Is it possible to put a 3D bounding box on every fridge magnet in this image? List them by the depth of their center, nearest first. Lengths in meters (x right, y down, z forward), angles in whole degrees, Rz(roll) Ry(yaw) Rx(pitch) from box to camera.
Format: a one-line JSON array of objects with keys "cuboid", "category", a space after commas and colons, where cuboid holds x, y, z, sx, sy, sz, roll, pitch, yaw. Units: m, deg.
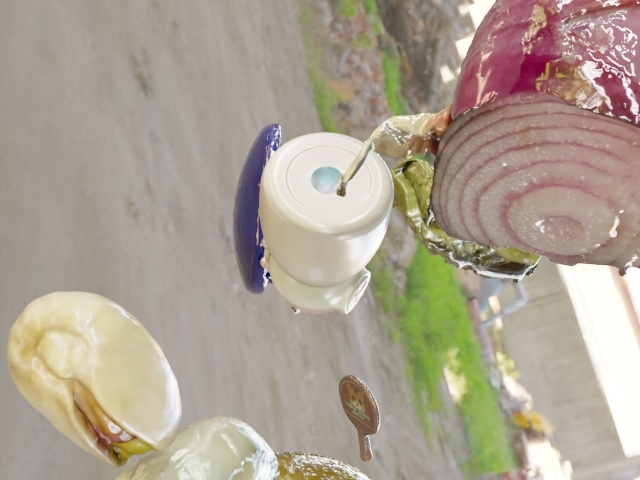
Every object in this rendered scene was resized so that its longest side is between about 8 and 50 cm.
[{"cuboid": [-0.078, -0.048, 1.584, 0.265, 0.112, 0.266, -175, -90, -83], "category": "fridge magnet"}]

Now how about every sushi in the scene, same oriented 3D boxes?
[{"cuboid": [0.190, -0.036, 1.417, 0.291, 0.131, 0.139, 20, 25, -42], "category": "sushi"}]

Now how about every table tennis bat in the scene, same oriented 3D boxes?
[{"cuboid": [0.111, 0.293, 1.812, 0.107, 0.119, 0.170, 26, -50, 50], "category": "table tennis bat"}]

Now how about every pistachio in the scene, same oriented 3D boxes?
[{"cuboid": [-0.195, 0.120, 0.925, 0.200, 0.117, 0.145, 55, 6, -46], "category": "pistachio"}]

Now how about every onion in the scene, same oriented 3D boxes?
[{"cuboid": [0.209, -0.113, 0.815, 0.256, 0.272, 0.230, -50, -166, 56], "category": "onion"}]

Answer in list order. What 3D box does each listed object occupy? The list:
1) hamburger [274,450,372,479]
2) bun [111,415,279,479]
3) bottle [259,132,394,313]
[{"cuboid": [-0.019, 0.361, 1.399, 0.122, 0.215, 0.189, -68, -154, 6], "category": "hamburger"}, {"cuboid": [-0.161, 0.317, 1.070, 0.287, 0.146, 0.287, -56, 159, -34], "category": "bun"}, {"cuboid": [0.000, 0.000, 1.203, 0.237, 0.147, 0.148, 97, -15, -55], "category": "bottle"}]
